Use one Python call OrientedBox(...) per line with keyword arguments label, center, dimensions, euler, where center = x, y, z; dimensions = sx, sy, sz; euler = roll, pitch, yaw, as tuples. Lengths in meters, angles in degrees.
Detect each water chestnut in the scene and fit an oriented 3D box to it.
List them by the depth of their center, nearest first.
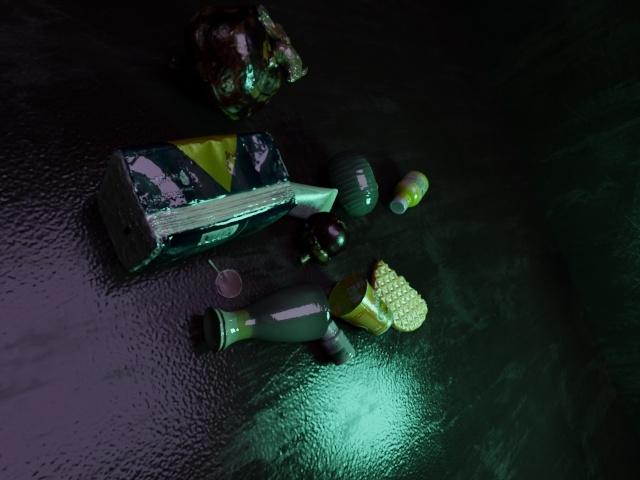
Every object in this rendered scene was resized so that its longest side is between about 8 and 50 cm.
OrientedBox(label="water chestnut", center=(-0.297, -0.523, 1.228), dimensions=(0.335, 0.347, 0.334), euler=(-9, 90, -83))

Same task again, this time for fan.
OrientedBox(label="fan", center=(-0.274, 0.105, 1.159), dimensions=(0.133, 0.005, 0.085), euler=(51, 50, -14))

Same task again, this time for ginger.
OrientedBox(label="ginger", center=(-0.158, -0.743, 1.551), dimensions=(0.122, 0.084, 0.290), euler=(-35, 101, -20))

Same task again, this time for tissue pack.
OrientedBox(label="tissue pack", center=(-0.302, -0.108, 1.045), dimensions=(0.417, 0.264, 0.253), euler=(-21, 86, -42))

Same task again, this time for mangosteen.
OrientedBox(label="mangosteen", center=(0.010, -0.006, 1.350), dimensions=(0.173, 0.183, 0.172), euler=(19, 19, -7))

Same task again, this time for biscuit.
OrientedBox(label="biscuit", center=(0.296, 0.233, 1.557), dimensions=(0.309, 0.040, 0.204), euler=(44, 51, -18))

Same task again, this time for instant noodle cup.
OrientedBox(label="instant noodle cup", center=(0.144, 0.228, 1.368), dimensions=(0.185, 0.169, 0.168), euler=(42, 51, -29))

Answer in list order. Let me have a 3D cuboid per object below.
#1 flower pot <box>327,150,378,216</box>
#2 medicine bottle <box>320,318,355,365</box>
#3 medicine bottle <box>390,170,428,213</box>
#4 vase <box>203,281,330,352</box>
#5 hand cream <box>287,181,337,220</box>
OrientedBox(label="flower pot", center=(0.116, -0.205, 1.476), dimensions=(0.157, 0.189, 0.242), euler=(-19, 90, 0))
OrientedBox(label="medicine bottle", center=(0.044, 0.320, 1.287), dimensions=(0.080, 0.080, 0.130), euler=(-39, 99, -42))
OrientedBox(label="medicine bottle", center=(0.366, -0.196, 1.728), dimensions=(0.121, 0.122, 0.212), euler=(51, 49, -12))
OrientedBox(label="vase", center=(-0.148, 0.218, 1.126), dimensions=(0.322, 0.173, 0.173), euler=(-6, 77, -34))
OrientedBox(label="hand cream", center=(-0.089, -0.134, 1.337), dimensions=(0.306, 0.147, 0.093), euler=(12, 23, -34))
